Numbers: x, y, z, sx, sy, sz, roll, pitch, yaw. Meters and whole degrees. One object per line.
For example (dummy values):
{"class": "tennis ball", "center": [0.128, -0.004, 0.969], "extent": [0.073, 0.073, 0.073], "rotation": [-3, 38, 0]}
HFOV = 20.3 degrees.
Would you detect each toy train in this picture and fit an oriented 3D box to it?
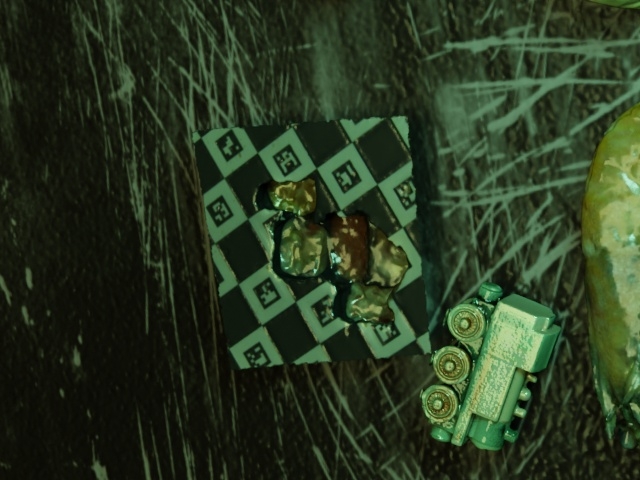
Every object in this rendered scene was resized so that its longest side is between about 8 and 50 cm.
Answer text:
{"class": "toy train", "center": [0.189, 0.149, 2.026], "extent": [0.125, 0.081, 0.194], "rotation": [22, 106, 20]}

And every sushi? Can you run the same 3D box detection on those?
{"class": "sushi", "center": [0.000, 0.000, 2.120], "extent": [0.292, 0.059, 0.294], "rotation": [-4, 95, 29]}

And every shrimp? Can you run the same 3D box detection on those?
{"class": "shrimp", "center": [0.404, 0.060, 1.899], "extent": [0.272, 0.085, 0.445], "rotation": [6, 96, 23]}

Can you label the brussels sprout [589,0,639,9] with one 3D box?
{"class": "brussels sprout", "center": [0.327, -0.354, 1.806], "extent": [0.219, 0.210, 0.271], "rotation": [21, 120, 2]}
